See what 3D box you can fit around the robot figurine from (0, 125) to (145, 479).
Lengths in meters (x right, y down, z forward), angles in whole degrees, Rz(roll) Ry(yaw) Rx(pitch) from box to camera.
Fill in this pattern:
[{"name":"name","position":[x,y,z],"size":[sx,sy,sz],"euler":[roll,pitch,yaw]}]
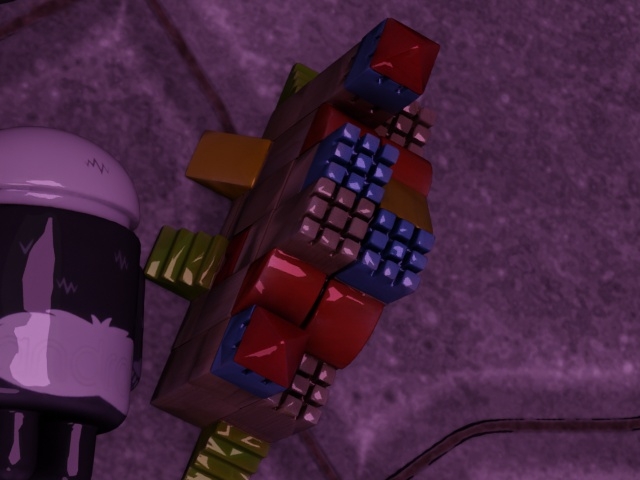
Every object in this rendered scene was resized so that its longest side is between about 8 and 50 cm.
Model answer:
[{"name":"robot figurine","position":[-0.225,0.052,1.440],"size":[0.174,0.209,0.278],"euler":[3,75,-1]}]

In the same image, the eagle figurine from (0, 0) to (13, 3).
[{"name":"eagle figurine","position":[-0.359,-0.164,1.434],"size":[0.226,0.225,0.298],"euler":[36,75,0]}]

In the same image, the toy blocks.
[{"name":"toy blocks","position":[0.000,0.000,1.498],"size":[0.191,0.261,0.381],"euler":[28,67,-15]}]
